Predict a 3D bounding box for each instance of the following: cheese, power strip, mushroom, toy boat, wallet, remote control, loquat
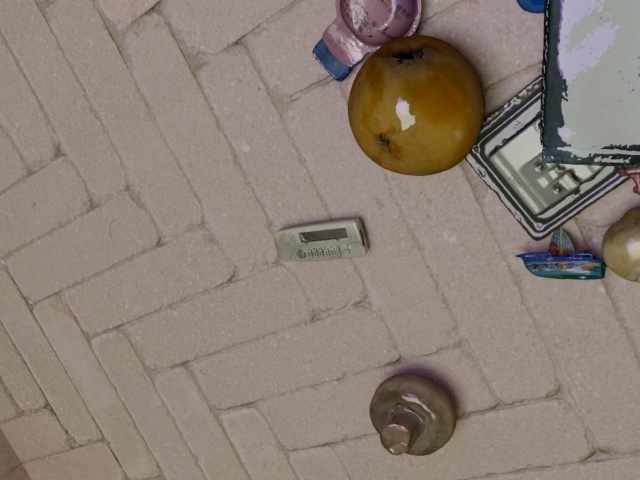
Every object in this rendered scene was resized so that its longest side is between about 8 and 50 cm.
[{"bbox_3d":[0.088,-0.436,1.465,0.189,0.074,0.286,47,128,4],"label":"cheese"},{"bbox_3d":[0.420,-0.155,1.397,0.257,0.092,0.251,50,126,2],"label":"power strip"},{"bbox_3d":[0.202,0.413,1.701,0.204,0.204,0.204,11,116,24],"label":"mushroom"},{"bbox_3d":[0.472,0.021,1.466,0.174,0.091,0.110,-1,77,32],"label":"toy boat"},{"bbox_3d":[0.593,0.010,1.364,0.148,0.112,0.148,10,114,22],"label":"mushroom"},{"bbox_3d":[0.490,-0.293,1.233,0.237,0.075,0.342,4,112,21],"label":"wallet"},{"bbox_3d":[0.000,0.000,1.718,0.230,0.049,0.090,-5,108,31],"label":"remote control"},{"bbox_3d":[0.180,-0.249,1.405,0.262,0.263,0.263,11,116,24],"label":"loquat"}]

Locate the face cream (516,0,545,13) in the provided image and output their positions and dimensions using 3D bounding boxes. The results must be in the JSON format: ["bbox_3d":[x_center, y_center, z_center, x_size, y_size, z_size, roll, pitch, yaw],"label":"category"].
[{"bbox_3d":[0.448,-0.483,1.242,0.263,0.083,0.149,-14,112,32],"label":"face cream"}]

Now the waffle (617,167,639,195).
[{"bbox_3d":[0.631,-0.166,1.284,0.221,0.055,0.234,41,115,3],"label":"waffle"}]
